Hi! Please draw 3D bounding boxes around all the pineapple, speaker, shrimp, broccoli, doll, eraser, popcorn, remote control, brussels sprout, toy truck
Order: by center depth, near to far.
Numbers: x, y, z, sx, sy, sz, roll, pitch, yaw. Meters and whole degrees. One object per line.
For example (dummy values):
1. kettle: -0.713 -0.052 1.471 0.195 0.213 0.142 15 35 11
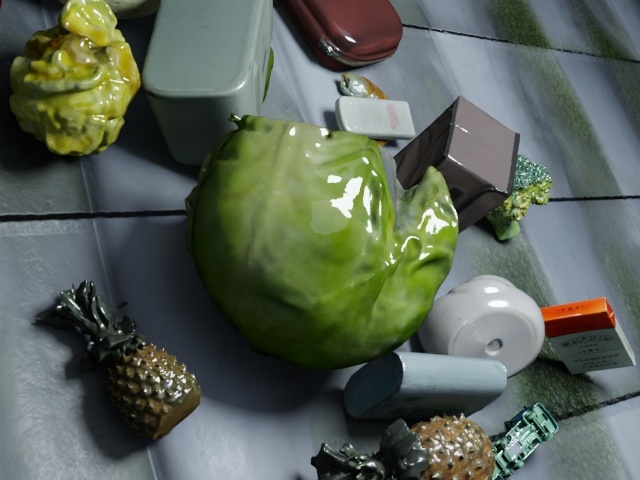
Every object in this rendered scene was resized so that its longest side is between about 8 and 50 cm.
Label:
1. pineapple: -0.279 0.159 1.129 0.251 0.125 0.125 45 45 9
2. popcorn: -0.373 -0.242 1.223 0.181 0.216 0.235 22 41 -19
3. brussels sprout: -0.007 0.018 1.260 0.426 0.342 0.360 16 76 -23
4. pineapple: 0.132 0.350 1.273 0.310 0.170 0.141 3 31 -31
5. eraser: 0.176 0.248 1.351 0.227 0.174 0.081 8 52 -32
6. speaker: -0.180 -0.331 1.403 0.183 0.184 0.406 1 54 4
7. toy truck: 0.354 0.379 1.485 0.175 0.081 0.067 -36 86 -25
8. doll: 0.301 0.149 1.519 0.251 0.221 0.221 -8 66 -10
9. remote control: 0.113 -0.253 1.670 0.190 0.029 0.087 -3 75 -36
10. shrimp: 0.091 -0.269 1.708 0.161 0.049 0.166 33 56 -17
11. broccoli: 0.399 -0.090 1.755 0.194 0.220 0.194 -14 90 -79

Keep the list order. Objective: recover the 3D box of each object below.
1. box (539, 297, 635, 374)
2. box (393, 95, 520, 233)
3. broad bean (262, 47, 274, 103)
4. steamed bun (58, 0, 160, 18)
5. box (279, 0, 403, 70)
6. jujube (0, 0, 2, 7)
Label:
1. box: 0.535 0.196 1.610 0.245 0.139 0.035 47 39 -42
2. box: 0.242 -0.123 1.577 0.153 0.252 0.188 31 50 -16
3. broad bean: -0.146 -0.299 1.541 0.098 0.056 0.318 6 49 -1
4. steamed bun: -0.399 -0.490 1.401 0.250 0.155 0.200 10 61 -40
5. box: 0.014 -0.556 1.779 0.263 0.108 0.403 -24 78 -43
6. jujube: -0.595 -0.391 1.171 0.232 0.213 0.213 44 46 1
